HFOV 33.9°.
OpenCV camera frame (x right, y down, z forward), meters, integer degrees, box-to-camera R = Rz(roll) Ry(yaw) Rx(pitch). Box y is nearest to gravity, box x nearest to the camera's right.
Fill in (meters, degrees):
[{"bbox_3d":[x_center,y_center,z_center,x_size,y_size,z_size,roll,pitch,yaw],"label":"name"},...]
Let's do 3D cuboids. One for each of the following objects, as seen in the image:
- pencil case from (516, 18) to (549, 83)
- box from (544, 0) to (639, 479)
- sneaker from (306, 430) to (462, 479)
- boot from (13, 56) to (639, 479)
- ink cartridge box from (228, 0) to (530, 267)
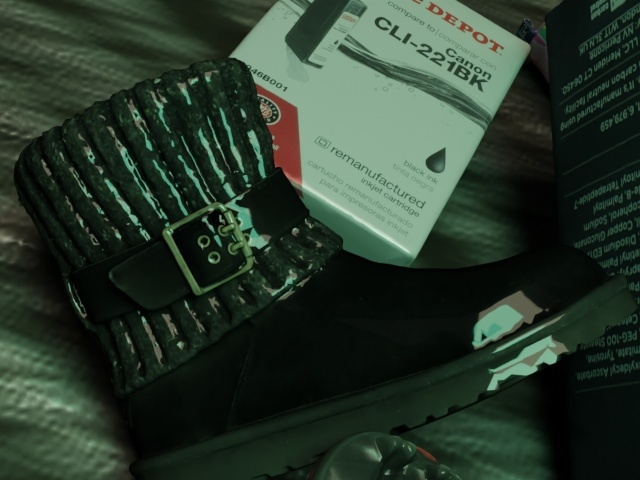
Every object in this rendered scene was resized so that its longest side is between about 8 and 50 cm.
[{"bbox_3d":[0.314,-0.123,0.974,0.124,0.124,0.284,-26,72,-33],"label":"pencil case"},{"bbox_3d":[0.442,0.033,0.730,0.480,0.297,0.471,5,75,-19],"label":"box"},{"bbox_3d":[0.089,0.225,0.594,0.276,0.135,0.097,39,51,0],"label":"sneaker"},{"bbox_3d":[-0.001,0.000,0.663,0.348,0.131,0.260,-19,81,-3],"label":"boot"},{"bbox_3d":[0.025,-0.098,0.847,0.197,0.114,0.273,31,51,2],"label":"ink cartridge box"}]
